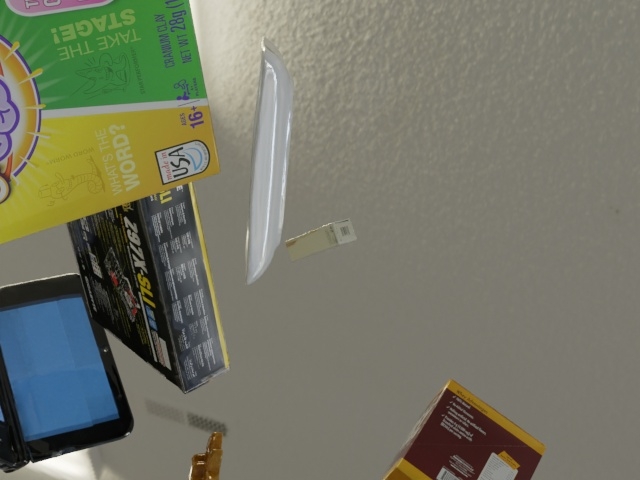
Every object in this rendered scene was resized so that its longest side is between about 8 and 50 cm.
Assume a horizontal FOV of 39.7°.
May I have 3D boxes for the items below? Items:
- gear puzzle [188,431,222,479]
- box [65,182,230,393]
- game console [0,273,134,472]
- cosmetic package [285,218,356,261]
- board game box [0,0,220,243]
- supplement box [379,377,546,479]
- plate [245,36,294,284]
[{"bbox_3d":[-0.126,0.304,0.737,0.044,0.175,0.339,11,-62,-10],"label":"gear puzzle"},{"bbox_3d":[-0.233,-0.004,1.099,0.257,0.079,0.322,23,-50,45],"label":"box"},{"bbox_3d":[-0.420,0.151,1.240,0.173,0.293,0.250,-27,-28,0],"label":"game console"},{"bbox_3d":[0.000,0.000,1.579,0.115,0.060,0.041,-21,-94,35],"label":"cosmetic package"},{"bbox_3d":[-0.247,-0.112,0.651,0.316,0.064,0.242,-20,-47,-15],"label":"board game box"},{"bbox_3d":[0.224,0.372,1.438,0.191,0.194,0.129,35,-37,8],"label":"supplement box"},{"bbox_3d":[-0.066,-0.112,1.137,0.045,0.277,0.278,4,-74,-5],"label":"plate"}]
